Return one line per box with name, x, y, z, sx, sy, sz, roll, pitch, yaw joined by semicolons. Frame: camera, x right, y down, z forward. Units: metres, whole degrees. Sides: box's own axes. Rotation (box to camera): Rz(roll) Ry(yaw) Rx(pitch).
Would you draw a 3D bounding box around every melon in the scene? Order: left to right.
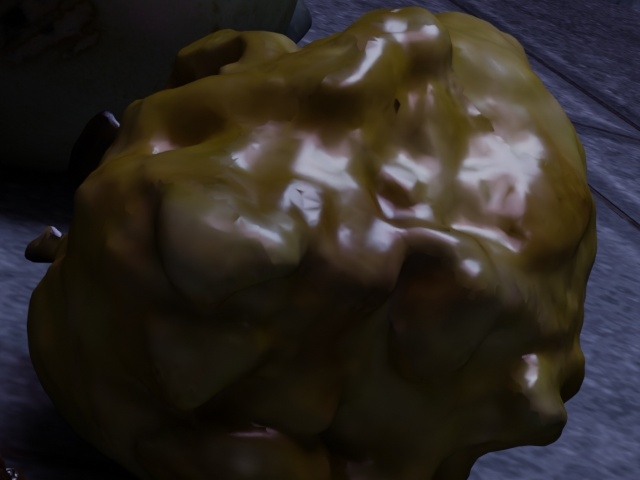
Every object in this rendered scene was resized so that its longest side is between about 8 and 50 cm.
melon;-0.160;-0.192;0.943;0.330;0.268;0.268;54;23;7

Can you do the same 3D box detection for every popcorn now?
popcorn;0.003;0.001;0.670;0.191;0.190;0.253;23;10;-12

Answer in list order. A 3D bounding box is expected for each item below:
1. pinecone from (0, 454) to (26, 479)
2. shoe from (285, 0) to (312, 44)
pinecone;-0.110;0.084;0.468;0.083;0.077;0.077;-9;5;22
shoe;-0.117;-0.110;1.123;0.227;0.125;0.099;2;-35;37
